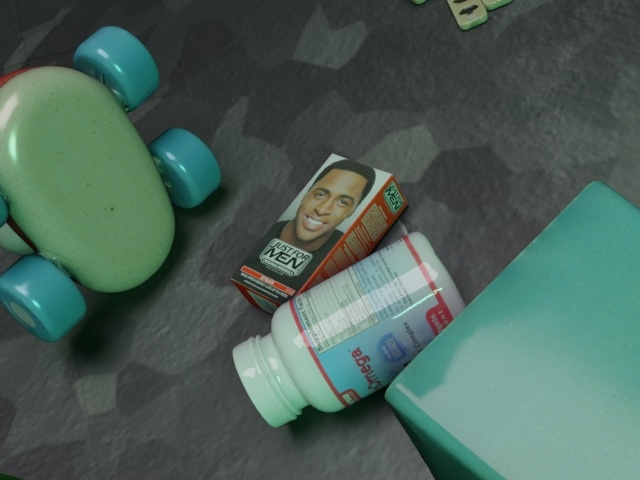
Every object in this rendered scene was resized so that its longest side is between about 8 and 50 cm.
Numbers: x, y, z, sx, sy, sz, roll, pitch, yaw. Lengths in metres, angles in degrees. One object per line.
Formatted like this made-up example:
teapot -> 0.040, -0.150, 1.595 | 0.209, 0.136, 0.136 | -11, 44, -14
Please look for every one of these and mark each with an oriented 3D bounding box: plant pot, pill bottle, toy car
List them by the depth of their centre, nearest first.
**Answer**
plant pot -> 0.186, 0.124, 0.472 | 0.165, 0.165, 0.234 | -43, 57, -10
pill bottle -> 0.023, 0.067, 0.647 | 0.160, 0.087, 0.087 | -30, 46, 4
toy car -> -0.261, -0.055, 0.832 | 0.238, 0.210, 0.219 | 6, 46, 46

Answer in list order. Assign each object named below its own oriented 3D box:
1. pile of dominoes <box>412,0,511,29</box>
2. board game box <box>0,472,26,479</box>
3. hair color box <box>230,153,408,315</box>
pile of dominoes -> 0.182, -0.330, 0.916 | 0.251, 0.040, 0.196 | -37, 46, -3
board game box -> -0.213, 0.291, 0.496 | 0.242, 0.064, 0.316 | 10, 81, 18
hair color box -> 0.000, 0.000, 0.742 | 0.072, 0.043, 0.141 | 23, 66, 39
